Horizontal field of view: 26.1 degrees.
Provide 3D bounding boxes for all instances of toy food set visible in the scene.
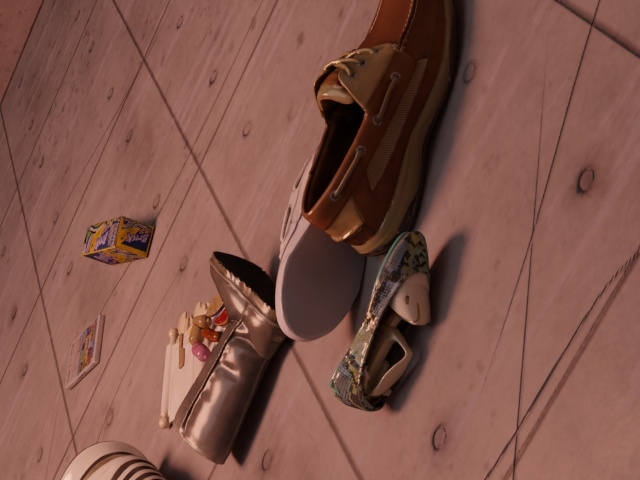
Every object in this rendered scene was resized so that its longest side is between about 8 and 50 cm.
[{"bbox_3d":[-0.139,0.115,1.764,0.122,0.019,0.078,-42,36,34],"label":"toy food set"}]

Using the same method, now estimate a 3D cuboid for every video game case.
[{"bbox_3d":[-0.388,0.185,2.275,0.122,0.011,0.087,-41,38,47],"label":"video game case"}]

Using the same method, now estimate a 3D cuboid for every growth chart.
[{"bbox_3d":[-0.158,0.156,1.818,0.237,0.021,0.172,-29,47,55],"label":"growth chart"}]

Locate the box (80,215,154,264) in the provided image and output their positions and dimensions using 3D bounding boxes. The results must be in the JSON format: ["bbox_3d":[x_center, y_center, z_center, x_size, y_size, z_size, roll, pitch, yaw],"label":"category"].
[{"bbox_3d":[-0.328,0.002,2.220,0.169,0.059,0.054,-9,64,62],"label":"box"}]

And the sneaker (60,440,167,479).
[{"bbox_3d":[-0.296,0.480,1.702,0.257,0.169,0.448,7,77,66],"label":"sneaker"}]

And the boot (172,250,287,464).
[{"bbox_3d":[-0.119,0.138,1.675,0.190,0.076,0.209,48,119,52],"label":"boot"}]

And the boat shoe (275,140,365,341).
[{"bbox_3d":[0.000,0.000,1.541,0.084,0.095,0.258,-34,34,58],"label":"boat shoe"}]

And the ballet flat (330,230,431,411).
[{"bbox_3d":[0.075,0.085,1.364,0.188,0.070,0.070,-68,25,12],"label":"ballet flat"}]

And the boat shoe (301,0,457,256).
[{"bbox_3d":[0.058,-0.150,1.473,0.122,0.119,0.324,-16,60,60],"label":"boat shoe"}]
